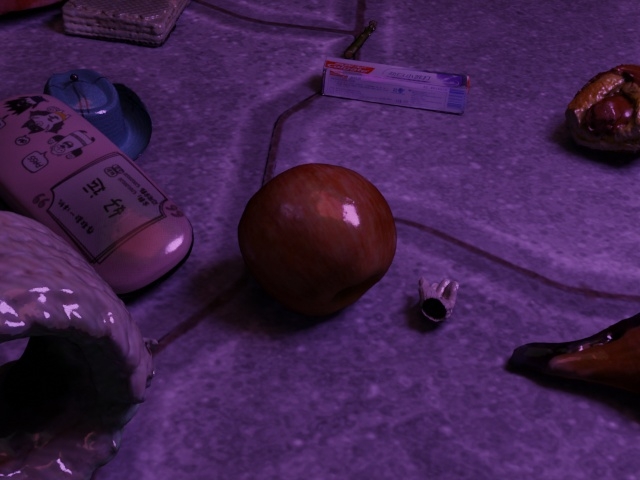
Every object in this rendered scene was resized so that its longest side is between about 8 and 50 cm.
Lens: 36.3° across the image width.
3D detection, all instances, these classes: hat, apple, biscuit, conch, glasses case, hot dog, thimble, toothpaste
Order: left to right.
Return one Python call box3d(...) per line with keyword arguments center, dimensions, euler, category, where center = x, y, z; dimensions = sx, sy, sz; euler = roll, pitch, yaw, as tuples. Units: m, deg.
box3d(center=(-0.236, 0.088, 0.698), dimensions=(0.219, 0.219, 0.150), euler=(-18, 42, -31), category="thimble")
box3d(center=(-0.251, -0.054, 0.986), dimensions=(0.122, 0.075, 0.314), euler=(-36, 57, -22), category="glasses case")
box3d(center=(-0.278, -0.155, 1.135), dimensions=(0.138, 0.078, 0.191), euler=(-18, 42, -24), category="hat")
box3d(center=(-0.271, -0.367, 1.454), dimensions=(0.150, 0.052, 0.252), euler=(10, 36, 5), category="biscuit")
box3d(center=(0.000, 0.000, 0.917), dimensions=(0.146, 0.146, 0.131), euler=(-13, 61, -26), category="apple")
box3d(center=(0.100, -0.208, 1.308), dimensions=(0.196, 0.040, 0.047), euler=(8, 34, 3), category="toothpaste")
box3d(center=(0.407, -0.179, 1.251), dimensions=(0.146, 0.103, 0.213), euler=(6, 26, 39), category="hot dog")
box3d(center=(0.297, 0.105, 0.874), dimensions=(0.233, 0.080, 0.086), euler=(20, 30, 19), category="conch")

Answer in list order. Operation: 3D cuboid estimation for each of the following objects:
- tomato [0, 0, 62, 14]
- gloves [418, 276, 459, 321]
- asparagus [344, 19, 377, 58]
box3d(center=(-0.490, -0.452, 1.428), dimensions=(0.309, 0.170, 0.309), euler=(0, 30, 0), category="tomato")
box3d(center=(0.110, 0.056, 0.943), dimensions=(0.044, 0.037, 0.081), euler=(42, 31, 3), category="gloves")
box3d(center=(0.061, -0.298, 1.445), dimensions=(0.015, 0.018, 0.127), euler=(44, 38, -9), category="asparagus")
